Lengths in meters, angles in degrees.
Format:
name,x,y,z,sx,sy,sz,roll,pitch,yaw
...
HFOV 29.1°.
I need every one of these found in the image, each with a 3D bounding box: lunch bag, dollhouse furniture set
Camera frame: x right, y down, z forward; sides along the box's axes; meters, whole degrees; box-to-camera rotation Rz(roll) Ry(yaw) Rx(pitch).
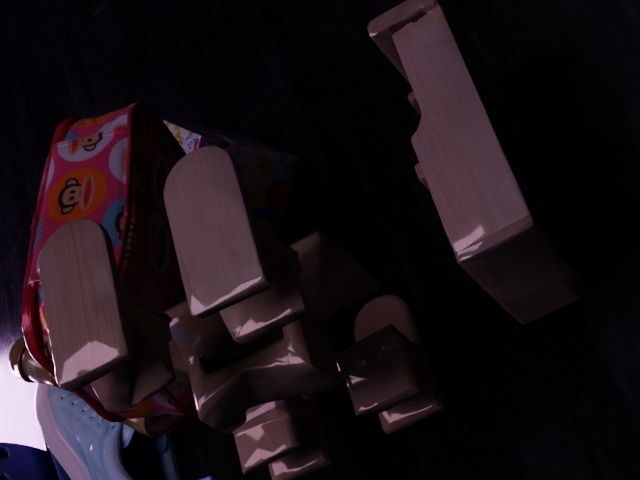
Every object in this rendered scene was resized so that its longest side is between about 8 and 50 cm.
name,x,y,z,sx,sy,sz,roll,pitch,yaw
lunch bag,-0.189,0.032,1.278,0.120,0.258,0.293,-9,56,19
dollhouse furniture set,0.000,0.000,1.122,0.394,0.362,0.256,-28,56,17

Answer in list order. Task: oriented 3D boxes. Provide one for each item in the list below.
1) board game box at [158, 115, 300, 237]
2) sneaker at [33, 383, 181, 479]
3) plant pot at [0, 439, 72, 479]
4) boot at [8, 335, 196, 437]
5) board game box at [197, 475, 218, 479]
name,x,y,z,sx,sy,sz,roll,pitch,yaw
board game box,-0.153,0.004,1.512,0.144,0.142,0.275,26,103,55
sneaker,-0.260,0.263,1.632,0.150,0.135,0.366,-56,49,20
plant pot,-0.408,0.411,1.680,0.236,0.212,0.236,-129,30,-48
boot,-0.246,0.152,1.637,0.269,0.236,0.089,13,129,36
board game box,-0.078,0.372,1.303,0.039,0.160,0.212,-20,59,14
